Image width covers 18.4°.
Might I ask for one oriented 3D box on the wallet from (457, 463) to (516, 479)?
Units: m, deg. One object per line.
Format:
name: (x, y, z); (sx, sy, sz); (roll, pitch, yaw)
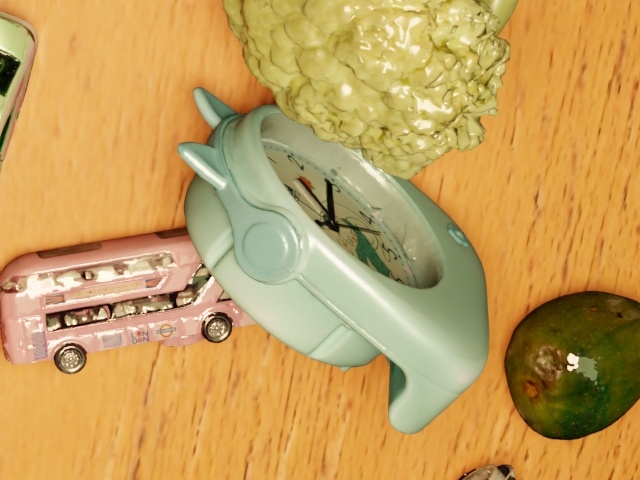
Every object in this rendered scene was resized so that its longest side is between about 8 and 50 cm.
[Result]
wallet: (0.148, 0.301, 1.622); (0.170, 0.069, 0.231); (-37, 107, 11)

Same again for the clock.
clock: (0.000, 0.000, 1.444); (0.274, 0.223, 0.094); (37, 113, -13)

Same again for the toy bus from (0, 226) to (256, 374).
toy bus: (-0.141, 0.042, 1.481); (0.203, 0.063, 0.090); (-9, 103, -15)

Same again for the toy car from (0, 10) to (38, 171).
toy car: (-0.271, -0.060, 1.412); (0.090, 0.076, 0.224); (17, 95, -21)

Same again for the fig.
fig: (0.236, 0.089, 1.594); (0.177, 0.117, 0.117); (-18, 106, -24)

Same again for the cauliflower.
cauliflower: (0.053, -0.201, 1.412); (0.281, 0.260, 0.327); (-38, 140, -36)
